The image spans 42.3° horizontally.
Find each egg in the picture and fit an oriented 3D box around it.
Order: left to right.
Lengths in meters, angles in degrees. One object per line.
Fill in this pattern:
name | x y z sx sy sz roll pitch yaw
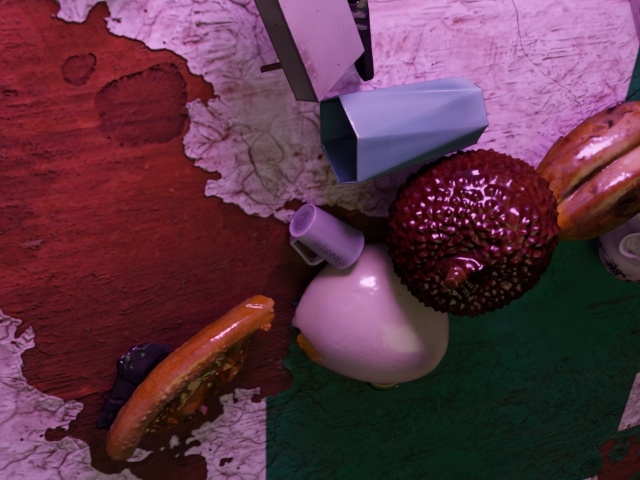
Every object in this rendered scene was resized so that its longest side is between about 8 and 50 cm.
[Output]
egg | 0.107 0.146 1.447 0.286 0.174 0.264 21 107 -32

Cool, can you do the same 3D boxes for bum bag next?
bum bag | -0.321 0.245 1.387 0.087 0.049 0.197 -3 126 -52

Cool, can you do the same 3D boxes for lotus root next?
lotus root | 0.488 -0.118 1.453 0.291 0.193 0.193 -38 130 7

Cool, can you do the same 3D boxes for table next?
table | -0.050 -0.315 1.075 0.121 0.111 0.240 -52 137 -29

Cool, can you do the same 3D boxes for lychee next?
lychee | 0.243 -0.014 1.327 0.276 0.304 0.275 10 128 14

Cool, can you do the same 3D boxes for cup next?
cup | 0.000 0.000 1.366 0.116 0.074 0.104 31 129 -34
cup | 0.130 -0.174 1.271 0.236 0.148 0.134 -14 101 -22

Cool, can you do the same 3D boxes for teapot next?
teapot | 0.671 -0.004 1.638 0.300 0.166 0.208 11 105 -21

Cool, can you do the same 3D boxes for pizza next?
pizza | -0.211 0.232 1.384 0.365 0.074 0.182 -41 150 -10

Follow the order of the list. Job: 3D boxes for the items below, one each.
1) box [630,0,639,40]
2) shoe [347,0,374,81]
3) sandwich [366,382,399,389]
box | 0.591 -0.442 1.351 0.175 0.062 0.260 -35 131 0
shoe | 0.039 -0.301 1.173 0.049 0.071 0.179 -19 133 -9
sandwich | 0.122 0.262 1.630 0.101 0.026 0.069 1 117 -30
